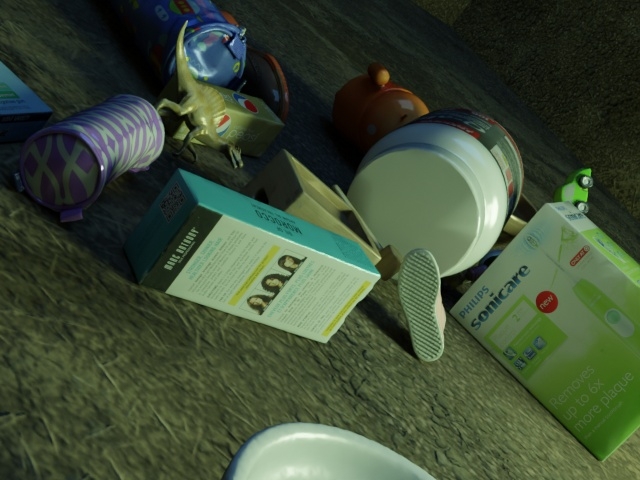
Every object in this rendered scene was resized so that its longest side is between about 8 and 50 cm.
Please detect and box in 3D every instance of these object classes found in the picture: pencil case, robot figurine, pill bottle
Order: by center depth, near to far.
[{"bbox_3d":[-0.215,-0.086,1.050,0.206,0.086,0.088,-59,132,-69],"label":"pencil case"},{"bbox_3d":[-0.206,-0.314,1.491,0.306,0.133,0.119,54,-10,38],"label":"pencil case"},{"bbox_3d":[0.161,-0.066,1.493,0.210,0.210,0.363,41,19,4],"label":"pill bottle"},{"bbox_3d":[0.099,-0.198,1.765,0.128,0.158,0.219,20,12,-31],"label":"robot figurine"}]

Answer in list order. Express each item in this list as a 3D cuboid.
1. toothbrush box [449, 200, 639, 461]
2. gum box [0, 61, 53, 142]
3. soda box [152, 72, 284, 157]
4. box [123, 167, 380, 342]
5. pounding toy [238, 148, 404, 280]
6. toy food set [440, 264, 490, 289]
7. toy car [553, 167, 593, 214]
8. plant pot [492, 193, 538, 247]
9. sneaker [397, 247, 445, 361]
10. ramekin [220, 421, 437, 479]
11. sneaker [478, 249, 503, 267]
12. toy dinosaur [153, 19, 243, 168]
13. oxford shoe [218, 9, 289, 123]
[{"bbox_3d":[0.352,0.115,1.446,0.283,0.206,0.122,46,21,18],"label":"toothbrush box"},{"bbox_3d":[-0.365,-0.163,1.008,0.184,0.041,0.157,43,20,9],"label":"gum box"},{"bbox_3d":[-0.130,-0.158,1.395,0.058,0.061,0.181,49,22,28],"label":"soda box"},{"bbox_3d":[-0.062,0.021,1.061,0.244,0.100,0.060,23,24,-40],"label":"box"},{"bbox_3d":[0.002,-0.001,1.254,0.206,0.094,0.181,40,12,-27],"label":"pounding toy"},{"bbox_3d":[0.214,0.053,1.540,0.122,0.078,0.019,6,65,-61],"label":"toy food set"},{"bbox_3d":[0.386,-0.011,1.717,0.053,0.225,0.239,11,-12,0],"label":"toy car"},{"bbox_3d":[0.246,-0.061,1.790,0.237,0.110,0.237,33,20,-14],"label":"plant pot"},{"bbox_3d":[0.120,0.071,1.285,0.070,0.051,0.134,-63,145,-78],"label":"sneaker"},{"bbox_3d":[0.022,0.255,0.639,0.277,0.135,0.277,34,20,-14],"label":"ramekin"},{"bbox_3d":[0.328,0.104,1.614,0.232,0.081,0.090,42,12,5],"label":"sneaker"},{"bbox_3d":[-0.158,-0.159,1.281,0.053,0.092,0.183,11,-51,63],"label":"toy dinosaur"},{"bbox_3d":[-0.137,-0.244,1.564,0.098,0.097,0.271,-4,38,-37],"label":"oxford shoe"}]
